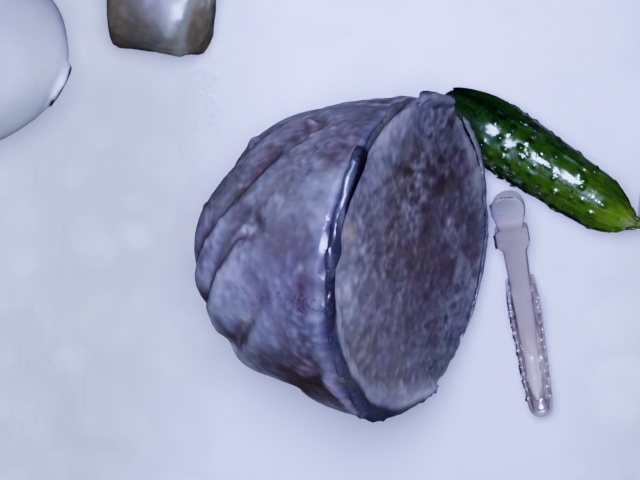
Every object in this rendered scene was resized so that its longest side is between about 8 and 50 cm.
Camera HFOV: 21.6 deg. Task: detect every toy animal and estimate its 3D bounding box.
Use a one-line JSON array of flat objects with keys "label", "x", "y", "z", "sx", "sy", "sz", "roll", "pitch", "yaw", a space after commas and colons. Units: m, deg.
[{"label": "toy animal", "x": -0.349, "y": -0.215, "z": 1.544, "sx": 0.212, "sy": 0.212, "sz": 0.267, "roll": -15, "pitch": 98, "yaw": 4}]

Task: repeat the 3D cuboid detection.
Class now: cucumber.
[{"label": "cucumber", "x": 0.208, "y": -0.073, "z": 1.585, "sx": 0.227, "sy": 0.069, "sz": 0.069, "roll": 34, "pitch": 96, "yaw": 8}]

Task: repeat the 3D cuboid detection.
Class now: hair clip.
[{"label": "hair clip", "x": 0.196, "y": 0.057, "z": 1.618, "sx": 0.034, "sy": 0.072, "sz": 0.226, "roll": -10, "pitch": 104, "yaw": 8}]

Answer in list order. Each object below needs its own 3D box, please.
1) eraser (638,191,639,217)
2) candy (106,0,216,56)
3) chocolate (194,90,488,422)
[{"label": "eraser", "x": 0.452, "y": -0.058, "z": 1.573, "sx": 0.287, "sy": 0.086, "sz": 0.130, "roll": 6, "pitch": 97, "yaw": 2}, {"label": "candy", "x": -0.142, "y": -0.291, "z": 1.570, "sx": 0.104, "sy": 0.102, "sz": 0.234, "roll": 6, "pitch": 95, "yaw": 2}, {"label": "chocolate", "x": 0.000, "y": 0.000, "z": 1.525, "sx": 0.213, "sy": 0.303, "sz": 0.303, "roll": 8, "pitch": 97, "yaw": 30}]
